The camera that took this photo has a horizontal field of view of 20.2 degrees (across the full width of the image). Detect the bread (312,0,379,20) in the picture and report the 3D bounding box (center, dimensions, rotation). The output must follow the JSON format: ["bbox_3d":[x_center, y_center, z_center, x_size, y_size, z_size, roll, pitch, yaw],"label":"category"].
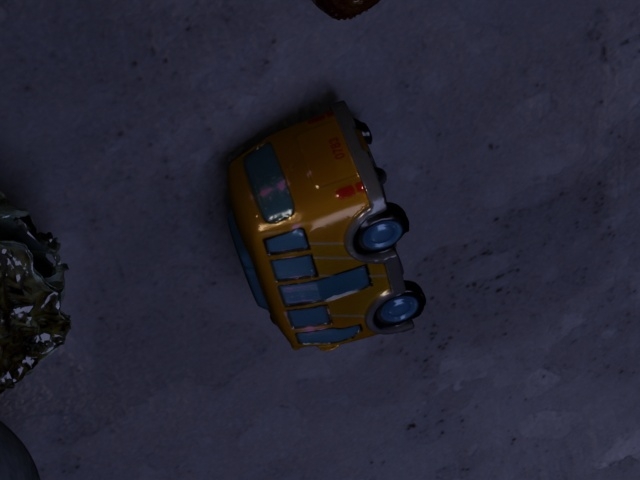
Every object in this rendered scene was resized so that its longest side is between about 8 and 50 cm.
[{"bbox_3d":[0.022,-0.203,1.334,0.085,0.053,0.085,-18,139,-17],"label":"bread"}]

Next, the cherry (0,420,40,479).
[{"bbox_3d":[-0.353,0.232,1.418,0.296,0.218,0.255,-13,135,-43],"label":"cherry"}]

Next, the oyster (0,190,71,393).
[{"bbox_3d":[-0.300,0.025,1.309,0.198,0.112,0.267,-39,136,3],"label":"oyster"}]

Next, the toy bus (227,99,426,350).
[{"bbox_3d":[0.000,0.000,1.481,0.136,0.126,0.209,-20,141,-2],"label":"toy bus"}]
